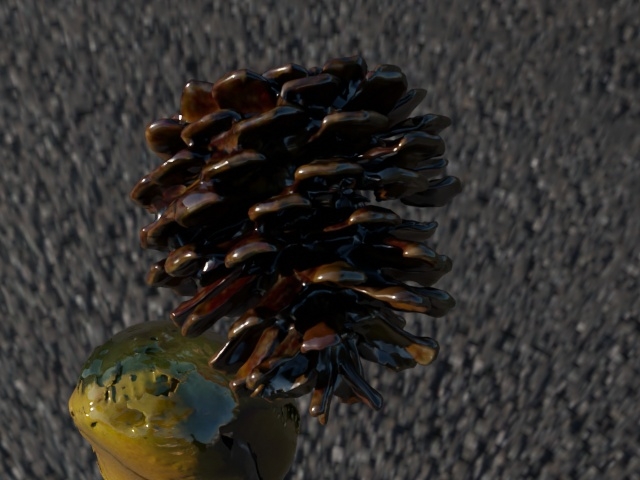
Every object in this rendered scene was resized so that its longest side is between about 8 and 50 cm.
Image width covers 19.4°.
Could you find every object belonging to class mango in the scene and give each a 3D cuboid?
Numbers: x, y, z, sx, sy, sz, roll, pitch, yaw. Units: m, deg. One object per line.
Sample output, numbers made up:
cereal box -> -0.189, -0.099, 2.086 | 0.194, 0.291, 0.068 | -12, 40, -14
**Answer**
mango -> -0.103, 0.131, 1.354 | 0.156, 0.249, 0.151 | -36, 71, 6

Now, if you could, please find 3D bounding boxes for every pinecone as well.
pinecone -> -0.006, 0.006, 0.897 | 0.163, 0.163, 0.165 | -9, 72, -5
